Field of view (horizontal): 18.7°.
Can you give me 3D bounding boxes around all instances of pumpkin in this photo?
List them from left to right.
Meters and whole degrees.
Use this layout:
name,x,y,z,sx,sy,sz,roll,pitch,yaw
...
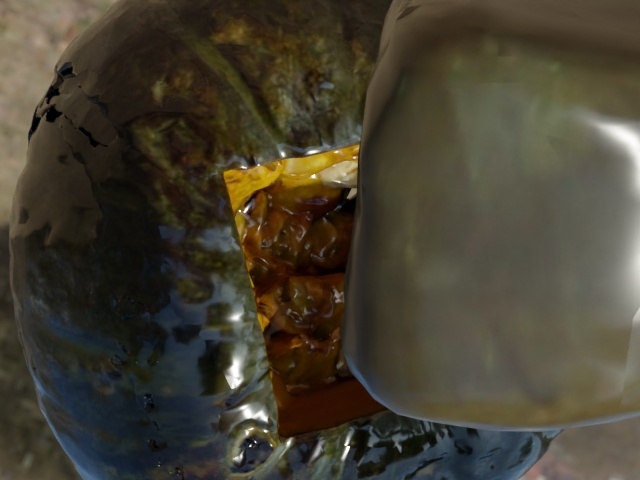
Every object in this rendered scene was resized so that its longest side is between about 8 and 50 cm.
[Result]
name,x,y,z,sx,sy,sz,roll,pitch,yaw
pumpkin,0.000,0.000,0.968,0.320,0.320,0.192,24,-179,-19

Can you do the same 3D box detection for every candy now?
name,x,y,z,sx,sy,sz,roll,pitch,yaw
candy,0.075,-0.037,0.532,0.102,0.104,0.234,12,-155,9
